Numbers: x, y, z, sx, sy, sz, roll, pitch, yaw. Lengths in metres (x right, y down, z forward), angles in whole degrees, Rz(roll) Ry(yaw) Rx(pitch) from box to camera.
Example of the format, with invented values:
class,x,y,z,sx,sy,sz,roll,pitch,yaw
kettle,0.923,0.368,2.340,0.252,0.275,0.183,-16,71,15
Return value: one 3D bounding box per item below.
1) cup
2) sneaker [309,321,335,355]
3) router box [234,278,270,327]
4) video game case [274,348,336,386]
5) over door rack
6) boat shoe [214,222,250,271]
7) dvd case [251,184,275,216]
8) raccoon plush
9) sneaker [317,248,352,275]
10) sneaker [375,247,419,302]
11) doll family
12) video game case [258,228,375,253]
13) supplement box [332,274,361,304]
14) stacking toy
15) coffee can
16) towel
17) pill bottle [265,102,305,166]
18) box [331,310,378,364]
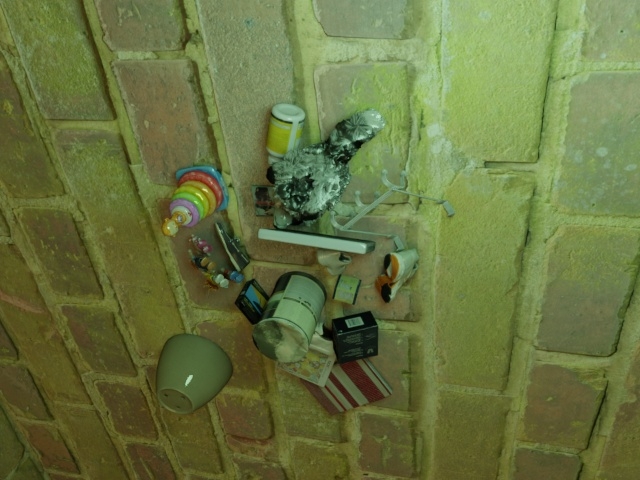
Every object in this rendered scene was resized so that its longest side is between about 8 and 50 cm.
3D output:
class,x,y,z,sx,sy,sz,roll,pitch,yaw
cup,-0.576,0.602,2.356,0.332,0.236,0.330,8,125,11
sneaker,-0.054,0.348,2.118,0.291,0.105,0.123,15,125,-8
router box,-0.239,0.253,2.078,0.046,0.133,0.178,-22,115,29
video game case,-0.060,0.481,2.229,0.227,0.026,0.206,22,121,6
over door rack,0.215,-0.096,1.681,0.324,0.108,0.240,18,136,-40
boat shoe,-0.324,0.016,1.998,0.065,0.075,0.206,-30,112,-16
dvd case,-0.188,-0.134,1.870,0.087,0.013,0.119,4,125,14
raccoon plush,0.026,-0.190,1.703,0.447,0.299,0.216,-30,85,0
sneaker,0.066,0.070,1.840,0.094,0.080,0.212,-7,164,19
sneaker,0.272,0.123,1.866,0.121,0.099,0.262,-18,150,-21
doll family,-0.416,0.102,2.016,0.263,0.118,0.163,48,161,-17
video game case,0.000,0.000,1.751,0.330,0.300,0.036,8,93,11
supplement box,0.095,0.175,1.957,0.083,0.083,0.056,16,127,6
stacking toy,-0.434,-0.107,1.780,0.166,0.301,0.175,-4,122,19
coffee can,-0.106,0.271,1.963,0.202,0.275,0.201,8,125,11
towel,0.106,0.603,2.284,0.329,0.037,0.237,-28,111,28
pill bottle,-0.112,-0.315,1.666,0.103,0.103,0.184,18,127,4
box,0.128,0.362,2.037,0.156,0.093,0.158,-10,124,-11
